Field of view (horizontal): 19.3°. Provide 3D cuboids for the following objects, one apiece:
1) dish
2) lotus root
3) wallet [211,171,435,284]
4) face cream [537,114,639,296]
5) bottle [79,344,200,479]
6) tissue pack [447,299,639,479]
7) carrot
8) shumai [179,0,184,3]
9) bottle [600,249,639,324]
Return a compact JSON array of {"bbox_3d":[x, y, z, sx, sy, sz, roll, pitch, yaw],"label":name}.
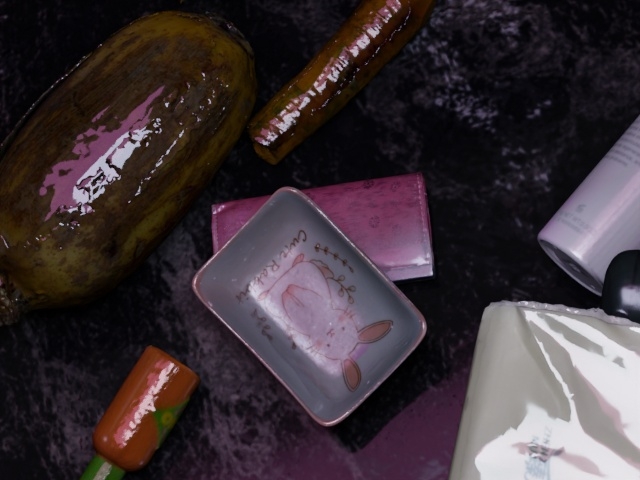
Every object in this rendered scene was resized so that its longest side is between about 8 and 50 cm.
[{"bbox_3d":[-0.006,0.067,1.892,0.151,0.077,0.212,-45,78,4],"label":"dish"},{"bbox_3d":[-0.223,-0.077,1.964,0.196,0.179,0.397,32,78,38],"label":"lotus root"},{"bbox_3d":[0.000,0.000,1.959,0.232,0.025,0.119,-8,71,11],"label":"wallet"},{"bbox_3d":[0.361,-0.101,1.868,0.102,0.102,0.345,40,85,22],"label":"face cream"},{"bbox_3d":[-0.197,0.201,1.916,0.069,0.069,0.187,30,82,21],"label":"bottle"},{"bbox_3d":[0.216,0.272,1.668,0.207,0.297,0.380,8,75,16],"label":"tissue pack"},{"bbox_3d":[0.021,-0.187,1.997,0.260,0.070,0.070,-45,68,-3],"label":"carrot"},{"bbox_3d":[-0.144,-0.309,2.064,0.087,0.124,0.099,-20,39,28],"label":"shumai"},{"bbox_3d":[0.428,0.079,1.748,0.336,0.144,0.144,9,74,10],"label":"bottle"}]
